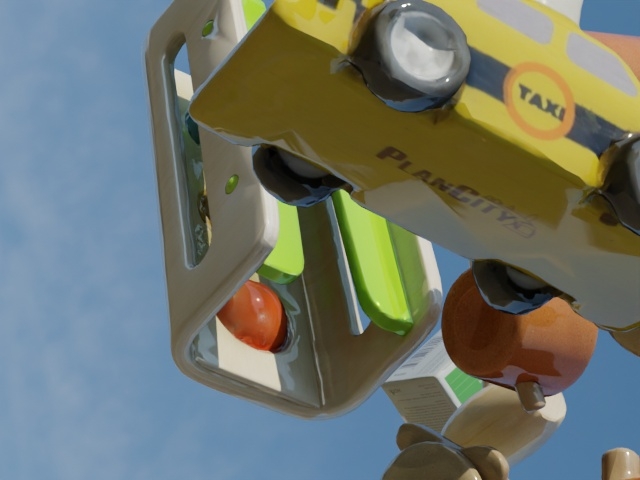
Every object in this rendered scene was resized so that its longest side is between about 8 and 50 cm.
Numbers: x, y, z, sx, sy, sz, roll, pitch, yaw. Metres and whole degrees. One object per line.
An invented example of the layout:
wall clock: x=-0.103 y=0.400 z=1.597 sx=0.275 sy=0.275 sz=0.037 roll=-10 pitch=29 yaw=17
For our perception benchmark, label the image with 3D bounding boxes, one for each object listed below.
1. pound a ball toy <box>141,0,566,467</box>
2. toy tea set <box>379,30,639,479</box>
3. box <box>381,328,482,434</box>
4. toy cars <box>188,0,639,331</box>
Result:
pound a ball toy: x=0.000 y=0.000 z=0.980 sx=0.136 sy=0.208 sz=0.319 roll=-47 pitch=-145 yaw=30
toy tea set: x=0.156 y=0.059 z=0.828 sx=0.200 sy=0.124 sz=0.336 roll=24 pitch=-79 yaw=50
box: x=0.136 y=0.140 z=1.571 sx=0.087 sy=0.101 sz=0.102 roll=57 pitch=-30 yaw=-11
toy cars: x=0.155 y=-0.035 z=0.522 sx=0.393 sy=0.087 sz=0.176 roll=7 pitch=-28 yaw=21
